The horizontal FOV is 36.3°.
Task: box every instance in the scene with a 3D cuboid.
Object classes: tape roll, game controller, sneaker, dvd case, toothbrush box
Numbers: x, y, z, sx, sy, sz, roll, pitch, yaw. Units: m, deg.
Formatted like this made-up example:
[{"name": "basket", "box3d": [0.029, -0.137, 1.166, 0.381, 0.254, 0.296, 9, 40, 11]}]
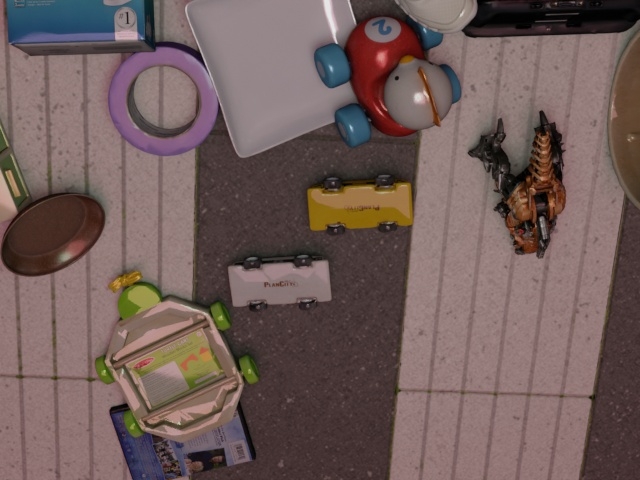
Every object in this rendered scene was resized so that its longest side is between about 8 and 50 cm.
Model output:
[{"name": "tape roll", "box3d": [-0.269, -0.247, 1.697, 0.189, 0.080, 0.189, -1, 108, -3]}, {"name": "game controller", "box3d": [0.389, -0.385, 1.631, 0.319, 0.166, 0.067, -3, 85, -2]}, {"name": "sneaker", "box3d": [0.128, -0.441, 1.567, 0.292, 0.118, 0.110, 47, 110, 16]}, {"name": "dvd case", "box3d": [-0.271, 0.383, 1.934, 0.253, 0.022, 0.180, -14, 107, 2]}, {"name": "toothbrush box", "box3d": [-0.384, -0.454, 1.563, 0.216, 0.126, 0.296, -3, 93, -2]}]

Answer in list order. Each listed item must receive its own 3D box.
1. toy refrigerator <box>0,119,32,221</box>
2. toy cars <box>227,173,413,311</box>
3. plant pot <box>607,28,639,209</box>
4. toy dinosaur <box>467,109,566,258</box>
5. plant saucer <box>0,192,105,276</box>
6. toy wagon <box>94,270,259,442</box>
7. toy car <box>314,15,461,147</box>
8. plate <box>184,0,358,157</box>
[{"name": "toy refrigerator", "box3d": [-0.596, -0.169, 1.698, 0.094, 0.102, 0.270, -15, 107, 3]}, {"name": "toy cars", "box3d": [0.000, 0.000, 1.790, 0.176, 0.087, 0.393, 44, 105, -9]}, {"name": "plant pot", "box3d": [0.705, -0.210, 1.646, 0.305, 0.334, 0.334, -2, 109, -13]}, {"name": "toy dinosaur", "box3d": [0.375, -0.096, 1.692, 0.164, 0.218, 0.322, 1, 151, -18]}, {"name": "plant saucer", "box3d": [-0.480, -0.018, 1.736, 0.198, 0.198, 0.036, -45, 62, 12]}, {"name": "toy wagon", "box3d": [-0.287, 0.208, 1.843, 0.267, 0.068, 0.344, -25, 100, 4]}, {"name": "toy car", "box3d": [0.142, -0.263, 1.600, 0.219, 0.238, 0.210, -24, 109, -11]}, {"name": "plate", "box3d": [-0.063, -0.317, 1.674, 0.278, 0.045, 0.277, -23, 108, -10]}]
